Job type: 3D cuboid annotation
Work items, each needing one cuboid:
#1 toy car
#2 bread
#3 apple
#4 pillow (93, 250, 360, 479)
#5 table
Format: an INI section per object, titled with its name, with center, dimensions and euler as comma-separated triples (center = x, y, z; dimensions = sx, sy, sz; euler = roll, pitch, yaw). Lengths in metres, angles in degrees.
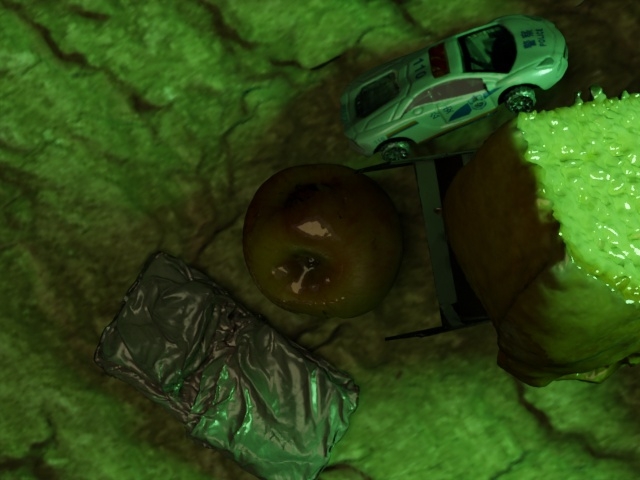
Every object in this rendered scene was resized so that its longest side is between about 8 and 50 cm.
[toy car]
center = 0.111, -0.135, 1.289
dimensions = 0.205, 0.056, 0.095
euler = -22, 44, 18
[bread]
center = 0.210, 0.004, 1.174
dimensions = 0.179, 0.340, 0.194
euler = -40, 72, 39
[apple]
center = 0.000, 0.000, 1.313
dimensions = 0.146, 0.146, 0.146
euler = 1, 92, 17
[pillow]
center = -0.089, 0.125, 1.389
dimensions = 0.248, 0.049, 0.135
euler = 34, 97, 10
[table]
center = 0.127, -0.003, 1.279
dimensions = 0.062, 0.175, 0.146
euler = -11, 88, 57
